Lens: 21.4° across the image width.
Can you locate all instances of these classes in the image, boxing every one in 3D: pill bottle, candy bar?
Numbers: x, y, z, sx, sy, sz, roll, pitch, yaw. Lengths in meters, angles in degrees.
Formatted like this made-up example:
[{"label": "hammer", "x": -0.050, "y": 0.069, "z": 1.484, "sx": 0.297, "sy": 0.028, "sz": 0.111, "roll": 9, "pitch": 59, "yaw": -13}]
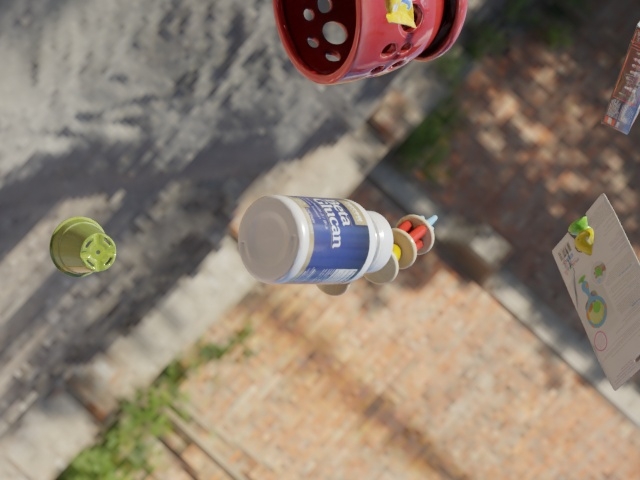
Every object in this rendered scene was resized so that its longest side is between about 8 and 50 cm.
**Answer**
[{"label": "pill bottle", "x": 0.000, "y": 0.000, "z": 1.811, "sx": 0.169, "sy": 0.094, "sz": 0.094, "roll": 1, "pitch": 136, "yaw": -50}, {"label": "candy bar", "x": 0.076, "y": -0.302, "z": 1.770, "sx": 0.040, "sy": 0.161, "sz": 0.018, "roll": 1, "pitch": 170, "yaw": -40}]

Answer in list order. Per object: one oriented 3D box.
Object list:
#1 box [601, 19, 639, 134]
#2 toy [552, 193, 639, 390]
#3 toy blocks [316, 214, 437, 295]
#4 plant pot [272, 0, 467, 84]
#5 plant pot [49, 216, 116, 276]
[{"label": "box", "x": 0.275, "y": -0.163, "z": 1.399, "sx": 0.094, "sy": 0.027, "sz": 0.137, "roll": -58, "pitch": 168, "yaw": -28}, {"label": "toy", "x": 0.410, "y": 0.069, "z": 2.312, "sx": 0.056, "sy": 0.237, "sz": 0.137, "roll": 0, "pitch": 143, "yaw": -34}, {"label": "toy blocks", "x": 0.073, "y": 0.010, "z": 2.061, "sx": 0.123, "sy": 0.054, "sz": 0.148, "roll": -15, "pitch": -168, "yaw": 34}, {"label": "plant pot", "x": 0.060, "y": -0.285, "z": 1.973, "sx": 0.174, "sy": 0.191, "sz": 0.191, "roll": -13, "pitch": 155, "yaw": -34}, {"label": "plant pot", "x": -0.312, "y": 0.012, "z": 2.271, "sx": 0.083, "sy": 0.083, "sz": 0.079, "roll": -47, "pitch": -156, "yaw": -16}]
